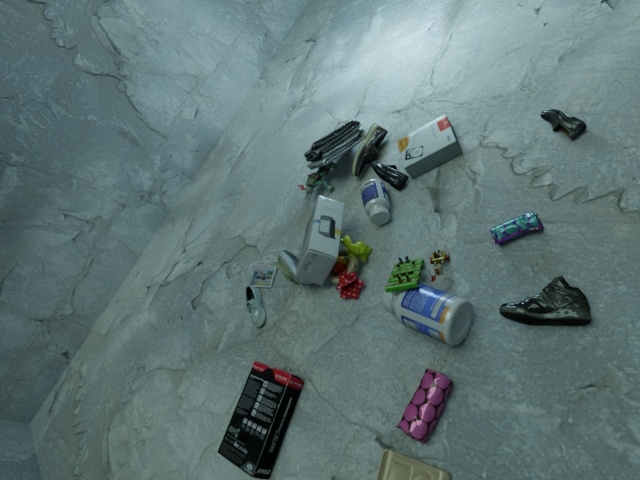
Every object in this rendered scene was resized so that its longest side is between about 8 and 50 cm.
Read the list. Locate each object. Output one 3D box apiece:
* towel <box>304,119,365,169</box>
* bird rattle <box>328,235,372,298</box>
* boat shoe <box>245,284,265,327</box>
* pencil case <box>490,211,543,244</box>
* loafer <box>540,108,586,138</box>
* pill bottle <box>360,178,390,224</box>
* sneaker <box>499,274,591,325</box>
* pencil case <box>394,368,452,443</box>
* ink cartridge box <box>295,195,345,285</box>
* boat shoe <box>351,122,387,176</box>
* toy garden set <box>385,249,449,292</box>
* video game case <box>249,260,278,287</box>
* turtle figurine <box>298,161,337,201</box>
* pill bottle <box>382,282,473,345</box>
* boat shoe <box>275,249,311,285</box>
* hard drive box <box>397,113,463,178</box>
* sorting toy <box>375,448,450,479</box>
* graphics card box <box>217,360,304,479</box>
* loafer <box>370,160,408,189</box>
[{"bbox_3d":[0.058,-0.475,2.022,0.283,0.121,0.235,-36,14,-13],"label":"towel"},{"bbox_3d":[0.109,0.115,1.697,0.207,0.143,0.254,-3,72,54],"label":"bird rattle"},{"bbox_3d":[-0.321,0.308,1.936,0.079,0.081,0.228,-36,43,16],"label":"boat shoe"},{"bbox_3d":[0.641,-0.038,1.339,0.151,0.064,0.070,-25,31,27],"label":"pencil case"},{"bbox_3d":[0.837,-0.412,1.436,0.061,0.062,0.170,-49,40,10],"label":"loafer"},{"bbox_3d":[0.239,-0.163,1.751,0.112,0.112,0.187,-28,46,24],"label":"pill bottle"},{"bbox_3d":[0.638,0.174,1.177,0.227,0.087,0.130,-8,55,34],"label":"sneaker"},{"bbox_3d":[0.314,0.493,1.237,0.209,0.095,0.098,-57,21,-10],"label":"pencil case"},{"bbox_3d":[0.000,0.000,1.729,0.226,0.131,0.306,116,167,-50],"label":"ink cartridge box"},{"bbox_3d":[0.236,-0.428,1.956,0.092,0.103,0.285,23,76,14],"label":"boat shoe"},{"bbox_3d":[0.337,0.095,1.416,0.203,0.049,0.244,-13,12,21],"label":"toy garden set"},{"bbox_3d":[-0.280,0.169,2.048,0.157,0.019,0.143,-3,60,39],"label":"video game case"},{"bbox_3d":[-0.013,-0.297,2.076,0.175,0.118,0.234,12,63,42],"label":"turtle figurine"},{"bbox_3d":[0.344,0.226,1.349,0.272,0.152,0.152,19,75,47],"label":"pill bottle"},{"bbox_3d":[-0.119,0.142,1.878,0.094,0.109,0.302,-63,31,9],"label":"boat shoe"},{"bbox_3d":[0.460,-0.398,1.739,0.232,0.089,0.181,-26,48,25],"label":"hard drive box"},{"bbox_3d":[0.252,0.728,1.165,0.208,0.038,0.193,2,63,38],"label":"sorting toy"},{"bbox_3d":[-0.230,0.680,1.581,0.232,0.094,0.371,2,63,42],"label":"graphics card box"},{"bbox_3d":[0.307,-0.304,1.824,0.078,0.076,0.223,-43,46,1],"label":"loafer"}]
